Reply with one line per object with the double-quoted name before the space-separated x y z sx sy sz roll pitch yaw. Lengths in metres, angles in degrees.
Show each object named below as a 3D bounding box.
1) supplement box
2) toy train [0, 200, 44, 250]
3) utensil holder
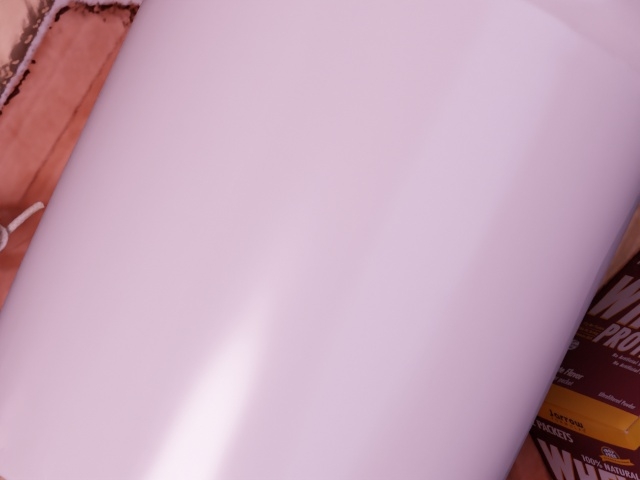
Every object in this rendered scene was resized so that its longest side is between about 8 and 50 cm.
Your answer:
"supplement box" 0.281 0.136 1.547 0.191 0.129 0.194 -42 124 -22
"toy train" -0.284 0.005 1.092 0.248 0.105 0.143 -45 109 -26
"utensil holder" 0.000 0.000 1.165 0.327 0.327 0.385 28 88 -40
